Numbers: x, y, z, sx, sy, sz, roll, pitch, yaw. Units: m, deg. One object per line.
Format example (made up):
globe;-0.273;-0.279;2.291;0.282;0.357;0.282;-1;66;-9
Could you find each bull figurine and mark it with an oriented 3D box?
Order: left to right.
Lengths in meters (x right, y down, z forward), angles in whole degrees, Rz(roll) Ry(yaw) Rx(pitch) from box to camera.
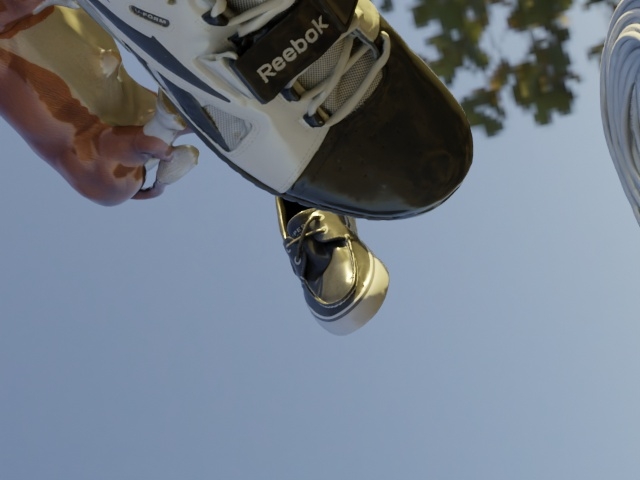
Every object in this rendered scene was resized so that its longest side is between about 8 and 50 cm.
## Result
bull figurine;-0.192;-0.138;1.063;0.310;0.188;0.101;43;-129;-33

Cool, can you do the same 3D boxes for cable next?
cable;0.353;-0.117;1.541;0.257;0.089;0.257;-110;14;-48

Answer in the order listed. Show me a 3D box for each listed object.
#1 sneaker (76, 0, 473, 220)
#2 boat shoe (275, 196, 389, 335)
sneaker;-0.041;-0.123;0.857;0.331;0.146;0.122;36;-101;-13
boat shoe;0.000;0.000;1.414;0.076;0.080;0.228;43;-163;-26
